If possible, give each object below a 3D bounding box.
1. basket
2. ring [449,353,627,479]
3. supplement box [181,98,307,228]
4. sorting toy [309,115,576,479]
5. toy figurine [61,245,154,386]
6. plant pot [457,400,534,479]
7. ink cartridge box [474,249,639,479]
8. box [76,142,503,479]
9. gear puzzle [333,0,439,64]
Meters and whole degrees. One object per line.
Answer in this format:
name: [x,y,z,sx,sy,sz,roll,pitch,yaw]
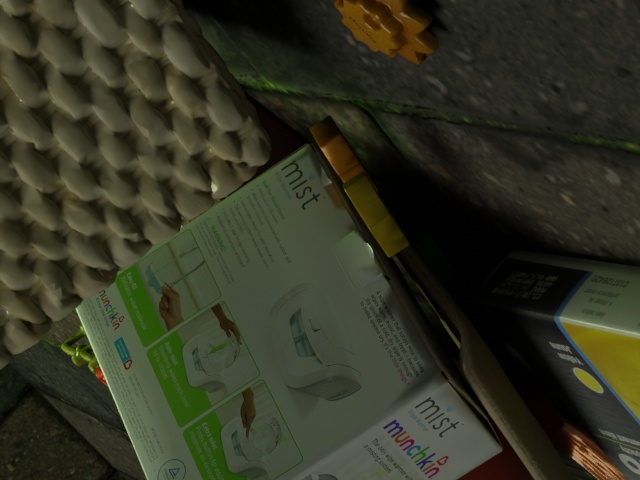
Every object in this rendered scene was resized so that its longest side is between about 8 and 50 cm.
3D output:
basket: [-0.265,-0.117,1.355,0.266,0.328,0.331,48,175,41]
ring: [0.214,0.209,1.766,0.336,0.032,0.336,36,164,12]
supplement box: [-0.071,-0.045,1.643,0.104,0.081,0.188,39,163,7]
sorting toy: [0.100,0.045,1.457,0.307,0.041,0.229,54,-175,-39]
toy figurine: [-0.085,0.124,1.945,0.217,0.191,0.362,41,165,-20]
plant pot: [0.032,0.206,1.688,0.243,0.275,0.275,46,165,17]
ink cartridge box: [0.290,0.139,1.363,0.307,0.072,0.304,49,161,-22]
box: [-0.030,0.096,1.461,0.127,0.231,0.262,52,-174,-49]
gear puzzle: [-0.014,-0.216,1.148,0.175,0.044,0.339,28,159,36]
